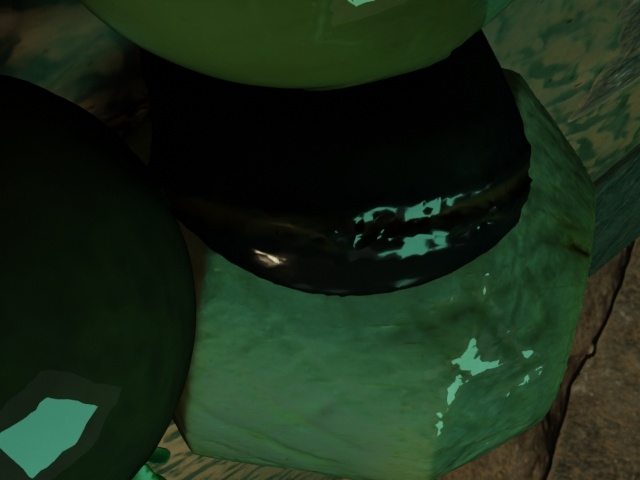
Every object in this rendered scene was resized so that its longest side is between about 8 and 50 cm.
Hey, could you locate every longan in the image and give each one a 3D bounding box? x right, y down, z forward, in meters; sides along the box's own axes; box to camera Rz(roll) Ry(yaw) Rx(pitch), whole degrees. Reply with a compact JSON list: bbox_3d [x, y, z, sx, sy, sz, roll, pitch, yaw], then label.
[{"bbox_3d":[-0.167,0.039,0.941,0.248,0.248,0.248,-35,164,-11],"label":"longan"}]

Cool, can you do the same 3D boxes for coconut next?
[{"bbox_3d":[0.000,0.000,1.175,0.329,0.329,0.329,-35,164,-11],"label":"coconut"}]

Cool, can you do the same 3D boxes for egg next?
[{"bbox_3d":[-0.006,-0.162,0.809,0.244,0.201,0.201,-16,157,-21],"label":"egg"}]

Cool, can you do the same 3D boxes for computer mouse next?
[{"bbox_3d":[0.001,-0.065,0.949,0.183,0.323,0.116,-1,120,-7],"label":"computer mouse"}]

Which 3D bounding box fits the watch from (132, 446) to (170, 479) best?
[{"bbox_3d":[-0.174,0.187,1.488,0.131,0.165,0.152,-46,-174,-19],"label":"watch"}]
